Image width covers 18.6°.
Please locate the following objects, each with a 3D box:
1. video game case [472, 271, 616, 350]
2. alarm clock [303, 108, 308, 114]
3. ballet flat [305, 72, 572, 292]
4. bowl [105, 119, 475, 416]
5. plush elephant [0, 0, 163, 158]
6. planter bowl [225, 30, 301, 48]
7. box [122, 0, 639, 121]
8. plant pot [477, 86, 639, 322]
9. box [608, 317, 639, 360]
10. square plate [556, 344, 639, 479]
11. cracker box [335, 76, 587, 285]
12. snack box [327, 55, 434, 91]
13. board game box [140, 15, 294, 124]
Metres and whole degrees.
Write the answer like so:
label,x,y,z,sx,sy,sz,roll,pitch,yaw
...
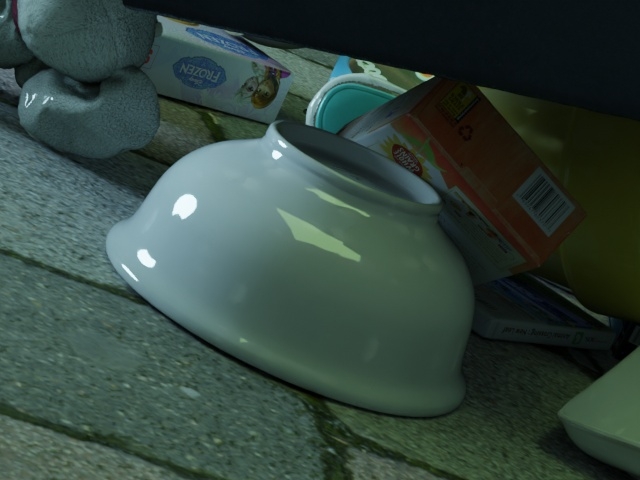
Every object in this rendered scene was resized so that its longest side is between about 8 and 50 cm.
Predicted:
label,x,y,z,sx,sy,sz,roll,pitch,yaw
video game case,0.137,0.036,1.781,0.193,0.023,0.212,9,20,-48
alarm clock,0.064,-0.120,2.156,0.192,0.064,0.129,12,19,-32
ballet flat,0.173,-0.057,2.006,0.400,0.139,0.139,25,14,3
bowl,0.000,0.000,1.455,0.298,0.134,0.298,23,14,-6
plush elephant,-0.208,-0.220,1.663,0.255,0.271,0.330,19,37,35
planter bowl,-0.056,-0.277,2.101,0.109,0.162,0.162,-19,40,-37
box,0.161,-0.304,1.565,0.480,0.297,0.472,14,20,17
plant pot,0.233,-0.062,1.779,0.239,0.254,0.254,9,4,30
box,0.388,0.120,1.857,0.233,0.044,0.159,25,14,1
square plate,0.384,0.175,1.539,0.344,0.049,0.347,20,15,19
cracker box,0.093,-0.040,1.570,0.155,0.067,0.232,48,-22,-9
snack box,0.183,-0.168,2.105,0.322,0.060,0.187,17,55,6
board game box,-0.238,-0.244,2.073,0.319,0.066,0.318,12,19,-44
